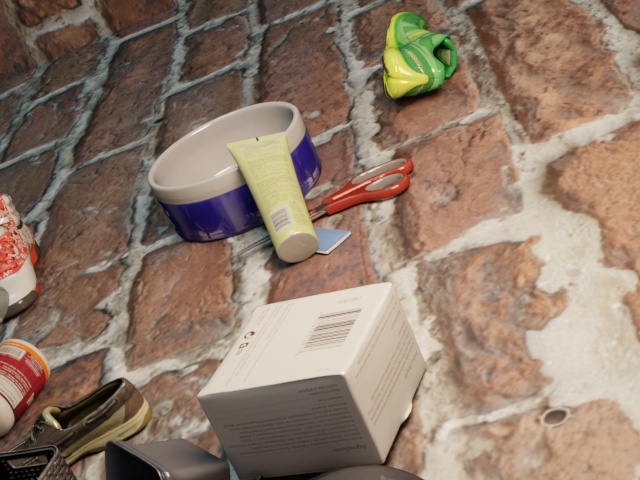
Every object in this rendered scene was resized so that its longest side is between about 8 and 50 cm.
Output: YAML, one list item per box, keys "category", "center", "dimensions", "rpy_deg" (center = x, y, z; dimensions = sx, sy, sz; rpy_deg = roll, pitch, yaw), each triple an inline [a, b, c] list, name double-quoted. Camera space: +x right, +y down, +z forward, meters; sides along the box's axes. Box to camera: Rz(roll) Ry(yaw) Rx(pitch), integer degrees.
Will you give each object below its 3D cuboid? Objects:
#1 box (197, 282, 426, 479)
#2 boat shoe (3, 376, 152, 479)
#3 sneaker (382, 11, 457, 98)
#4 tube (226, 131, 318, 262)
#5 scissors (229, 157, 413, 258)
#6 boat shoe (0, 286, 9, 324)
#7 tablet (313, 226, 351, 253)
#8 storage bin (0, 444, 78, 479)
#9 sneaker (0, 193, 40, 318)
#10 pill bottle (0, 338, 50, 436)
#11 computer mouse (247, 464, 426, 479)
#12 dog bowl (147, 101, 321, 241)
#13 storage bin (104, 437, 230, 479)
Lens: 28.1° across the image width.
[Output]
- category: "box"
  center: [-0.005, 0.151, 1.374]
  dimensions: [0.182, 0.119, 0.181]
  rpy_deg: [-12, 24, 27]
- category: "boat shoe"
  center: [-0.320, 0.235, 1.571]
  dimensions: [0.224, 0.073, 0.080]
  rpy_deg: [-26, 25, -1]
- category: "sneaker"
  center: [0.169, -0.308, 2.171]
  dimensions: [0.124, 0.109, 0.295]
  rpy_deg: [2, 28, 5]
- category: "tube"
  center: [-0.063, -0.071, 1.841]
  dimensions: [0.062, 0.070, 0.240]
  rpy_deg: [-47, 44, 26]
- category: "scissors"
  center: [0.003, -0.047, 1.888]
  dimensions: [0.297, 0.021, 0.109]
  rpy_deg: [-24, 25, 6]
- category: "boat shoe"
  center: [-0.498, 0.168, 1.718]
  dimensions: [0.099, 0.319, 0.116]
  rpy_deg: [-4, 49, -34]
- category: "tablet"
  center: [0.000, 0.000, 1.811]
  dimensions: [0.054, 0.006, 0.083]
  rpy_deg: [-40, 29, -30]
- category: "storage bin"
  center: [-0.353, 0.322, 1.420]
  dimensions: [0.122, 0.084, 0.180]
  rpy_deg: [-12, 29, 26]
- category: "sneaker"
  center: [-0.531, 0.017, 2.108]
  dimensions: [0.090, 0.145, 0.270]
  rpy_deg: [-24, 25, 3]
- category: "pill bottle"
  center: [-0.435, 0.209, 1.716]
  dimensions: [0.086, 0.086, 0.152]
  rpy_deg: [-10, 29, 30]
- category: "computer mouse"
  center: [-0.017, 0.279, 1.218]
  dimensions: [0.262, 0.060, 0.184]
  rpy_deg: [-7, 30, 36]
- category: "dog bowl"
  center: [-0.136, -0.112, 2.040]
  dimensions: [0.265, 0.104, 0.265]
  rpy_deg: [-21, 25, 10]
- category: "storage bin"
  center: [-0.159, 0.264, 1.361]
  dimensions: [0.091, 0.098, 0.135]
  rpy_deg: [-8, 12, -33]
